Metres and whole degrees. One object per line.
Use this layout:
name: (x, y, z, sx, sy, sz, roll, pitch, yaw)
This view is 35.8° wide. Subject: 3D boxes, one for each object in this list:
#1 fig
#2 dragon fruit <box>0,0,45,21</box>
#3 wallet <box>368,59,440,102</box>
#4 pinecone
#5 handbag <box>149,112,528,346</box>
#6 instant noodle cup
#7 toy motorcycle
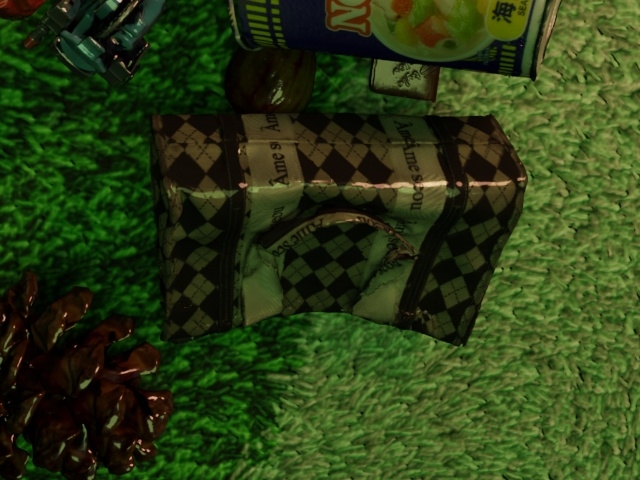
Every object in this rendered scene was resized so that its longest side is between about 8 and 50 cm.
fig: (-0.046, -0.207, 1.176, 0.109, 0.103, 0.155, 38, 85, 2)
dragon fruit: (-0.383, -0.367, 0.978, 0.315, 0.250, 0.250, 39, 96, -16)
wallet: (0.115, -0.264, 1.231, 0.095, 0.026, 0.176, 6, 106, -12)
pinecone: (-0.306, 0.174, 1.172, 0.309, 0.244, 0.244, 31, 99, -35)
handbag: (0.000, 0.000, 1.193, 0.415, 0.180, 0.317, -1, 135, -14)
instant noodle cup: (0.097, -0.295, 1.019, 0.312, 0.284, 0.284, 16, 105, 12)
toy motorcycle: (-0.203, -0.275, 1.061, 0.123, 0.182, 0.272, 43, 50, -24)
